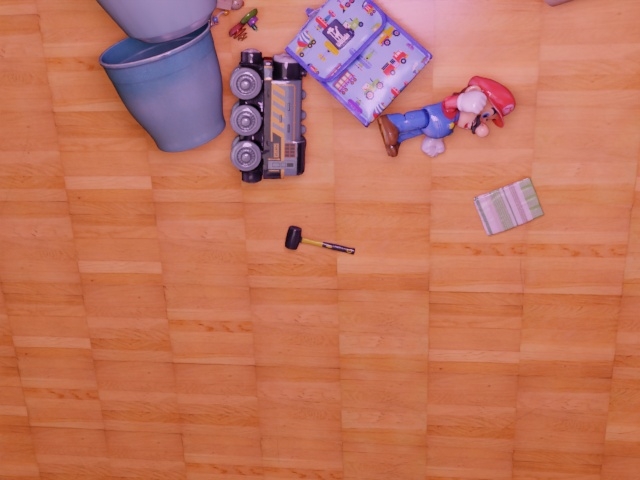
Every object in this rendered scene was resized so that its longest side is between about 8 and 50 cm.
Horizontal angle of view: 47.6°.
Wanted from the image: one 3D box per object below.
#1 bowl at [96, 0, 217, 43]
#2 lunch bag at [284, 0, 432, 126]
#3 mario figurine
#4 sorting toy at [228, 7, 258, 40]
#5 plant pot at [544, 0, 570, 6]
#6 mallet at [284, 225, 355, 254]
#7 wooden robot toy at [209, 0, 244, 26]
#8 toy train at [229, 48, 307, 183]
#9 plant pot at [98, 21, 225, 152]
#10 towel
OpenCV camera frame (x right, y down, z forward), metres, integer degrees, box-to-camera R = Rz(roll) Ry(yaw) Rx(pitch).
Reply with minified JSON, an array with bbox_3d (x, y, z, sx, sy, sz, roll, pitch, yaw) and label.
[{"bbox_3d":[-0.362,-0.563,1.666,0.312,0.311,0.163,-10,124,12],"label":"bowl"},{"bbox_3d":[0.080,-0.446,1.713,0.293,0.138,0.221,43,98,-2],"label":"lunch bag"},{"bbox_3d":[0.306,-0.270,1.716,0.321,0.198,0.170,-18,112,7],"label":"mario figurine"},{"bbox_3d":[-0.177,-0.519,1.765,0.102,0.061,0.042,-29,106,40],"label":"sorting toy"},{"bbox_3d":[0.576,-0.632,1.538,0.274,0.256,0.256,-34,103,34],"label":"plant pot"},{"bbox_3d":[0.000,0.000,1.950,0.190,0.039,0.062,6,109,1],"label":"mallet"},{"bbox_3d":[-0.222,-0.591,1.756,0.079,0.076,0.173,4,115,-31],"label":"wooden robot toy"},{"bbox_3d":[-0.129,-0.304,1.806,0.190,0.142,0.333,0,108,-6],"label":"toy train"},{"bbox_3d":[-0.356,-0.362,1.754,0.272,0.271,0.255,-9,123,11],"label":"plant pot"},{"bbox_3d":[0.480,-0.087,1.857,0.152,0.023,0.113,-22,108,13],"label":"towel"}]
